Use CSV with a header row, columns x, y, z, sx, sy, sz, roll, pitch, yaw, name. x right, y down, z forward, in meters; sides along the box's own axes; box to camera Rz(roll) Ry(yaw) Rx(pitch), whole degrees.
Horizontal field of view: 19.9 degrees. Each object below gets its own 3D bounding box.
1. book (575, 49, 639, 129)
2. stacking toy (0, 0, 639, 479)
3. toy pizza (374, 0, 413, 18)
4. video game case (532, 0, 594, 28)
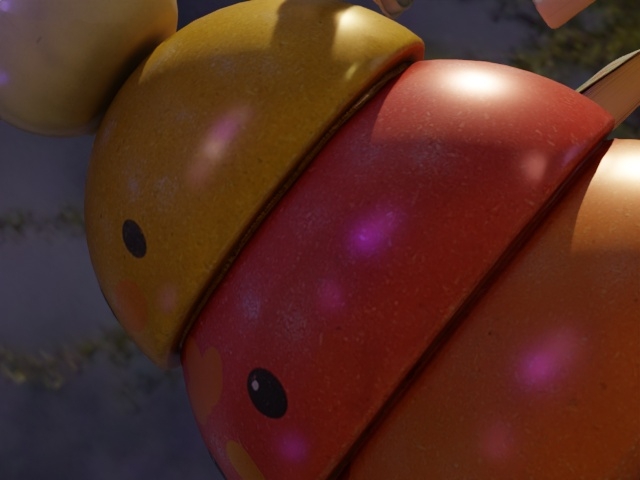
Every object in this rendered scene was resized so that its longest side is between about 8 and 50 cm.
x,y,z,sx,sy,sz,roll,pitch,yaw,name
0.163,-0.079,1.108,0.096,0.144,0.035,-38,-89,2,book
0.000,0.000,0.918,0.351,0.480,0.350,-51,-9,-11,stacking toy
0.032,-0.227,1.035,0.032,0.201,0.201,1,-57,13,toy pizza
0.191,-0.208,1.048,0.190,0.173,0.022,-36,-69,12,video game case
